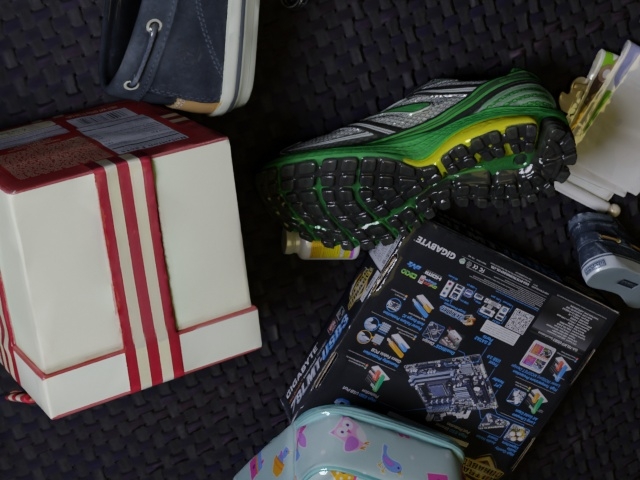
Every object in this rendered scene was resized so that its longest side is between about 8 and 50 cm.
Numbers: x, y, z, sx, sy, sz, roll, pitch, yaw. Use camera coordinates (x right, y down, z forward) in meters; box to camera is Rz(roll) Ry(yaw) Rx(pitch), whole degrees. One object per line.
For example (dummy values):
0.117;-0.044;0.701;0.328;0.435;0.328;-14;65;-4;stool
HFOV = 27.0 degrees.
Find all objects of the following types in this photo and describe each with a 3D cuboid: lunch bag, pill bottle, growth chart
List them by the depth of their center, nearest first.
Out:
0.000;0.000;1.489;0.083;0.043;0.043;0;112;-14;pill bottle
0.348;-0.141;1.527;0.172;0.021;0.237;34;101;-23;growth chart
0.028;0.303;1.536;0.224;0.107;0.279;18;139;-22;lunch bag

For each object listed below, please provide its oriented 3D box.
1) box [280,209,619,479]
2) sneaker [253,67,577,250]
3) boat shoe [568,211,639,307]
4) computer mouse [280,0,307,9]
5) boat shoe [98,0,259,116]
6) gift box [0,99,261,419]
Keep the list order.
0.151;0.136;1.565;0.296;0.073;0.293;25;107;-20;box
0.096;-0.091;1.439;0.344;0.146;0.134;-11;132;7;sneaker
0.361;0.021;1.576;0.065;0.083;0.183;-31;147;30;boat shoe
0.037;-0.303;1.374;0.193;0.042;0.106;-12;113;-8;computer mouse
-0.142;-0.350;1.238;0.156;0.187;0.500;-5;118;-18;boat shoe
-0.216;0.013;1.337;0.255;0.276;0.258;-15;112;-22;gift box
